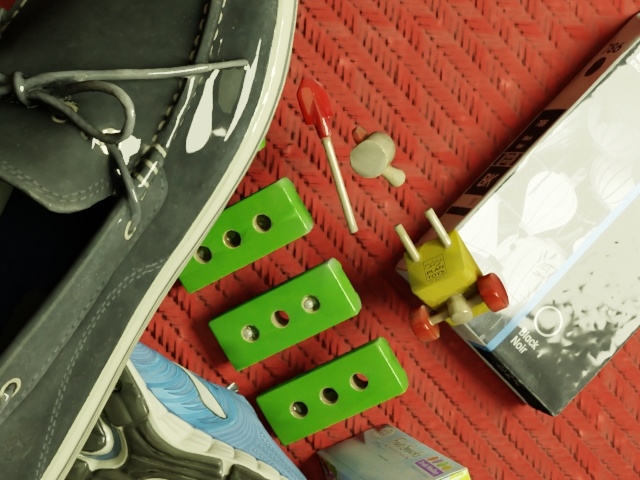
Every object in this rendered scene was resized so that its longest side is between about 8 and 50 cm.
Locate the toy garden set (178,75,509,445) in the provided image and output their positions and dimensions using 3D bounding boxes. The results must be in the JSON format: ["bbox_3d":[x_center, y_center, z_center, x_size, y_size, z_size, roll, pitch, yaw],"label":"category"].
[{"bbox_3d":[0.000,0.000,0.980,0.204,0.049,0.244,-27,99,21],"label":"toy garden set"}]

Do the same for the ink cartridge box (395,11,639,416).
[{"bbox_3d":[0.230,-0.039,1.059,0.165,0.065,0.332,45,82,-11],"label":"ink cartridge box"}]

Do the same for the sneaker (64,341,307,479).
[{"bbox_3d":[-0.128,0.139,0.955,0.330,0.147,0.130,40,94,6],"label":"sneaker"}]

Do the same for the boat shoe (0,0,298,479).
[{"bbox_3d":[-0.160,-0.053,0.830,0.187,0.156,0.500,23,85,28],"label":"boat shoe"}]

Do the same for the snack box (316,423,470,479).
[{"bbox_3d":[0.079,0.250,0.980,0.070,0.174,0.207,-22,99,-13],"label":"snack box"}]
